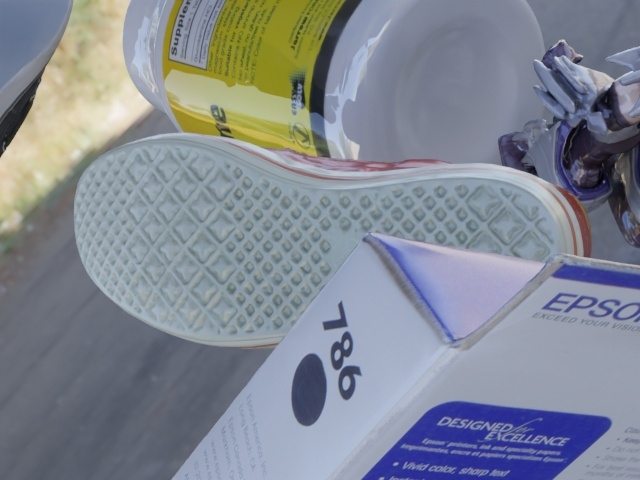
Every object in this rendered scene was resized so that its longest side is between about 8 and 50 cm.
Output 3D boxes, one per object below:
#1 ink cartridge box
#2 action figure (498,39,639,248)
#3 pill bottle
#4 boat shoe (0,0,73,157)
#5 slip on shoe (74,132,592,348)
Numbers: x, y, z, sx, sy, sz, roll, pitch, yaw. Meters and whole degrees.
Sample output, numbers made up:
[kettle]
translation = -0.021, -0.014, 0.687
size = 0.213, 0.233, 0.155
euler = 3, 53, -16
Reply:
[ink cartridge box]
translation = 0.042, 0.089, 0.529
size = 0.332, 0.165, 0.065
euler = -50, 42, 41
[action figure]
translation = 0.205, -0.085, 0.937
size = 0.185, 0.099, 0.285
euler = -6, -20, -16
[pill bottle]
translation = -0.006, -0.133, 1.174
size = 0.188, 0.188, 0.334
euler = -49, 37, -16
[boat shoe]
translation = -0.242, -0.096, 1.105
size = 0.076, 0.080, 0.228
euler = 94, -162, -72
[slip on shoe]
translation = 0.000, 0.000, 0.890
size = 0.331, 0.123, 0.101
euler = 2, 5, 28
